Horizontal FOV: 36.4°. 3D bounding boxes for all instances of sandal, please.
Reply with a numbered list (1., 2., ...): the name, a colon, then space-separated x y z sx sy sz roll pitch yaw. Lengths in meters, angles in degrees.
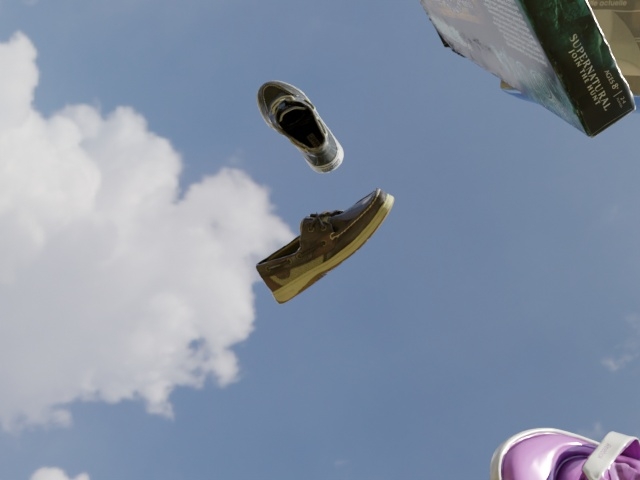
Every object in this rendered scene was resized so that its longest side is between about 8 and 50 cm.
1. sandal: 0.377 0.301 1.193 0.102 0.416 0.169 -49 -139 36

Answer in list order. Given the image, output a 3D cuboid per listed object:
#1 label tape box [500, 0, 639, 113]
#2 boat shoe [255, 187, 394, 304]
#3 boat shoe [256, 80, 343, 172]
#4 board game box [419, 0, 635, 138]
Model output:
1. label tape box: 0.289 -0.266 0.757 0.240 0.105 0.334 11 -87 39
2. boat shoe: 0.000 0.000 0.867 0.049 0.056 0.152 45 -65 -10
3. boat shoe: -0.040 -0.196 1.533 0.077 0.070 0.219 -41 -126 -1
4. board game box: 0.070 -0.129 0.460 0.026 0.186 0.126 -34 -63 3
